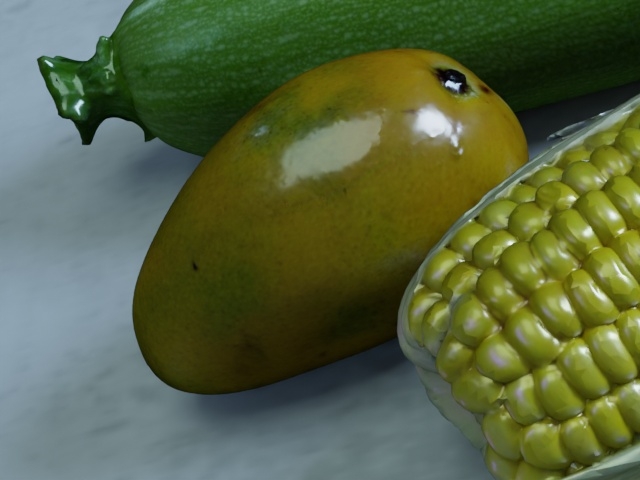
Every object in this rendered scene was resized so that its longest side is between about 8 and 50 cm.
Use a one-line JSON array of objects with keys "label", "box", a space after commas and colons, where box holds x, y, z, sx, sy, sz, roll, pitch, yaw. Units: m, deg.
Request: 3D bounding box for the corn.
[{"label": "corn", "box": [0.171, -0.018, 0.650, 0.305, 0.122, 0.123, -29, 17, -1]}]

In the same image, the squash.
[{"label": "squash", "box": [0.074, -0.103, 0.773, 0.395, 0.107, 0.107, -14, 47, 15]}]

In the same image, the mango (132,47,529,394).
[{"label": "mango", "box": [0.000, -0.004, 0.720, 0.163, 0.111, 0.089, -29, 46, 0]}]
